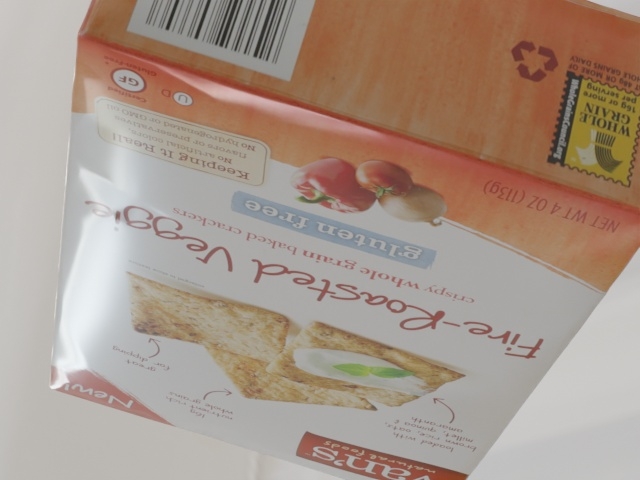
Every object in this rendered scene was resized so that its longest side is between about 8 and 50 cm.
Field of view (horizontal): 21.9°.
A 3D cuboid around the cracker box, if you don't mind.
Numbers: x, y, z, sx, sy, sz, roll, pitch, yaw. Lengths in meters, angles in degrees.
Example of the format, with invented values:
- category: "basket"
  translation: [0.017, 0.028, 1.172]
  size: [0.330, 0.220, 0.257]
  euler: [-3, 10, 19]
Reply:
- category: "cracker box"
  translation: [0.000, 0.000, 0.523]
  size: [0.232, 0.155, 0.067]
  euler: [110, 177, -61]
